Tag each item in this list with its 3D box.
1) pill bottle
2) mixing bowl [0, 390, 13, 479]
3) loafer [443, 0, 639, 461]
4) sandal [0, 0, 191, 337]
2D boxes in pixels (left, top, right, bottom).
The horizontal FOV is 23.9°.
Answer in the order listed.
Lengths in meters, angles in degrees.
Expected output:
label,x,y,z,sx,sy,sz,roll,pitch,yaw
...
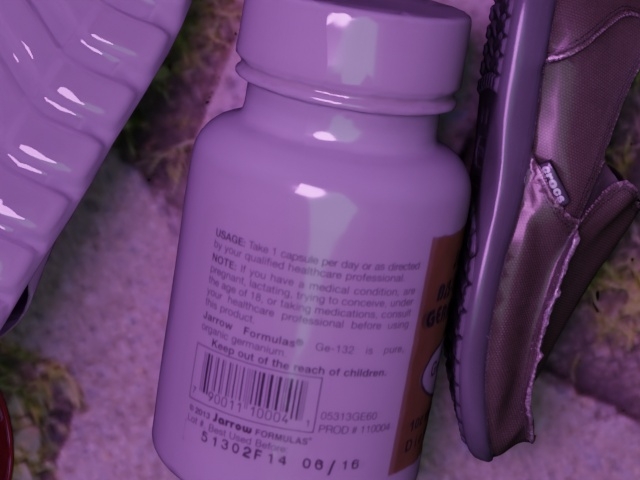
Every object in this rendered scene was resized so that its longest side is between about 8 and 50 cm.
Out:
label,x,y,z,sx,sy,sz,roll,pitch,yaw
pill bottle,0.000,0.000,0.702,0.131,0.131,0.229,8,106,-5
mixing bowl,-0.250,0.119,0.743,0.181,0.098,0.181,0,106,-1
loafer,0.113,-0.010,0.723,0.087,0.094,0.251,7,105,-2
sandal,-0.201,0.000,0.683,0.169,0.102,0.416,42,79,0
